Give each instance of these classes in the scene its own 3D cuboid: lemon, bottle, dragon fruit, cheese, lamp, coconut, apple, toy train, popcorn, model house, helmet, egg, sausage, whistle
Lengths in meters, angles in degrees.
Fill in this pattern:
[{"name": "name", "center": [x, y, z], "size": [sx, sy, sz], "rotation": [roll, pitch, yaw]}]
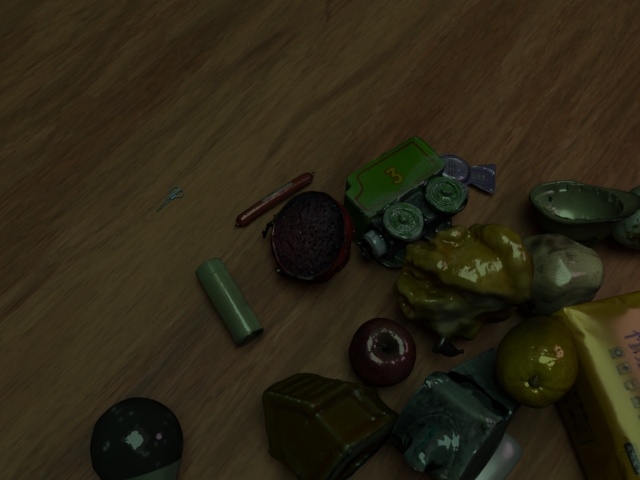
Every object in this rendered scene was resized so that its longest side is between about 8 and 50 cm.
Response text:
[{"name": "lemon", "center": [0.445, 0.247, 1.351], "size": [0.170, 0.170, 0.207], "rotation": [36, 33, 10]}, {"name": "bottle", "center": [-0.209, 0.139, 1.502], "size": [0.072, 0.072, 0.202], "rotation": [-28, 72, -18]}, {"name": "dragon fruit", "center": [0.003, 0.001, 1.556], "size": [0.223, 0.148, 0.219], "rotation": [-37, 61, 24]}, {"name": "cheese", "center": [0.370, -0.177, 1.736], "size": [0.190, 0.042, 0.105], "rotation": [11, 66, -3]}, {"name": "lamp", "center": [-0.356, 0.469, 1.311], "size": [0.181, 0.182, 0.314], "rotation": [-8, 99, -11]}, {"name": "coconut", "center": [0.541, 0.080, 1.551], "size": [0.224, 0.224, 0.224], "rotation": [3, 65, -6]}, {"name": "apple", "center": [0.137, 0.253, 1.469], "size": [0.153, 0.120, 0.154], "rotation": [5, 65, -11]}, {"name": "toy train", "center": [0.197, -0.092, 1.609], "size": [0.307, 0.173, 0.249], "rotation": [-33, 67, -19]}, {"name": "popcorn", "center": [0.322, 0.090, 1.478], "size": [0.315, 0.297, 0.281], "rotation": [-20, 49, 9]}, {"name": "model house", "center": [0.011, 0.378, 1.391], "size": [0.268, 0.174, 0.239], "rotation": [-16, 50, -47]}, {"name": "helmet", "center": [0.649, -0.046, 1.641], "size": [0.257, 0.137, 0.204], "rotation": [19, 40, 40]}, {"name": "egg", "center": [0.833, -0.058, 1.669], "size": [0.231, 0.169, 0.169], "rotation": [-20, 69, -13]}, {"name": "sausage", "center": [-0.112, -0.106, 1.649], "size": [0.253, 0.034, 0.034], "rotation": [-34, 74, -19]}, {"name": "whistle", "center": [0.314, 0.352, 1.388], "size": [0.168, 0.188, 0.404], "rotation": [32, 60, 30]}]

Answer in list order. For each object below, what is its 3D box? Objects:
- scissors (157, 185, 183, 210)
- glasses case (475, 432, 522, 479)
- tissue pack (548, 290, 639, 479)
[{"name": "scissors", "center": [-0.375, -0.101, 1.628], "size": [0.036, 0.006, 0.083], "rotation": [37, 67, 12]}, {"name": "glasses case", "center": [0.359, 0.498, 1.420], "size": [0.074, 0.049, 0.193], "rotation": [42, 66, 15]}, {"name": "tissue pack", "center": [0.682, 0.316, 1.447], "size": [0.293, 0.228, 0.382], "rotation": [-12, 66, -10]}]
